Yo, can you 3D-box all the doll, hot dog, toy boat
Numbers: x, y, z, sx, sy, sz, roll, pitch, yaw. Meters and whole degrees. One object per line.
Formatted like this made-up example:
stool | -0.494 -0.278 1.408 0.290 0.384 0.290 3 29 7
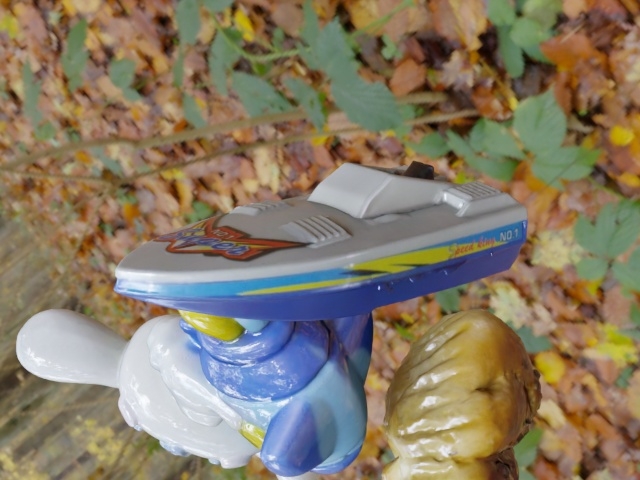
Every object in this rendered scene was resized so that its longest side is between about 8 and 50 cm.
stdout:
doll | -0.080 0.150 0.892 0.376 0.187 0.365 14 154 -31
hot dog | 0.167 0.261 1.069 0.365 0.196 0.367 56 -147 -70
toy boat | 0.000 0.000 0.593 0.129 0.295 0.088 22 116 49
